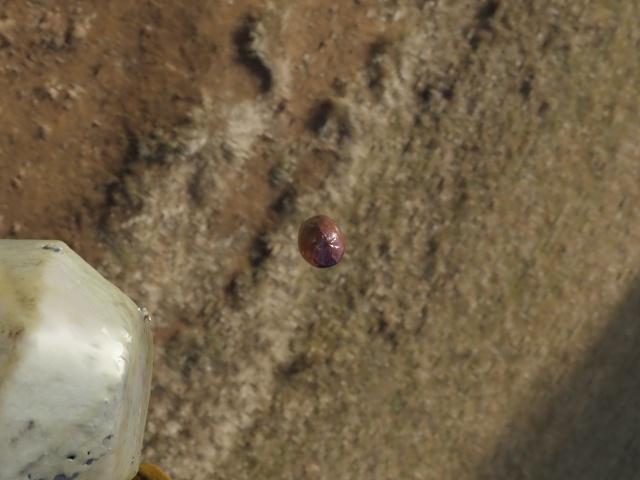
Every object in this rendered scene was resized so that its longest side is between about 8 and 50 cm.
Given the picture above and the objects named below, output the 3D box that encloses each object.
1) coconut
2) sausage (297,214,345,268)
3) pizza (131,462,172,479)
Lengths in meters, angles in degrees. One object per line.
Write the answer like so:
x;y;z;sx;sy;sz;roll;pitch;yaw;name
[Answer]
-0.338;0.158;1.115;0.353;0.353;0.352;-36;144;-32;coconut
0.000;0.000;1.492;0.059;0.094;0.054;-18;106;2;sausage
-0.162;0.438;1.428;0.089;0.323;0.223;-4;137;-39;pizza
